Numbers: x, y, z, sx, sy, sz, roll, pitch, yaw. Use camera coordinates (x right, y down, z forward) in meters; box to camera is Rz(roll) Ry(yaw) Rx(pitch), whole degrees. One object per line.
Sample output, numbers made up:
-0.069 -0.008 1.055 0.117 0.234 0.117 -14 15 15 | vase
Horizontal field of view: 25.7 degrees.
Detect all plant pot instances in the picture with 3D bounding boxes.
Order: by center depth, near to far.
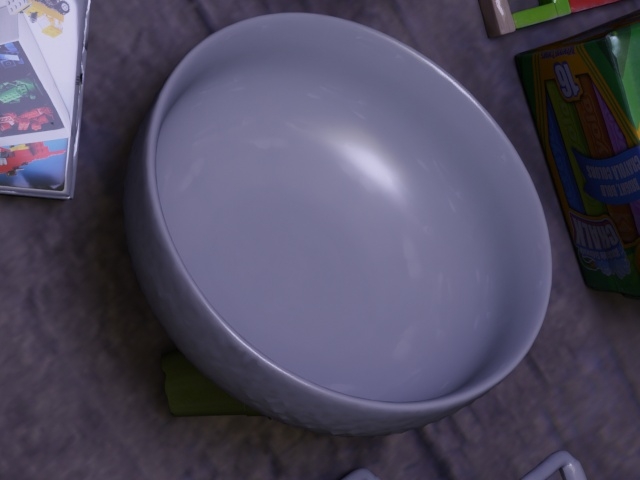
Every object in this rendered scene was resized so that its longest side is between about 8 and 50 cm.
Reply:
-0.085 0.108 1.119 0.079 0.083 0.083 -9 94 -4 | plant pot

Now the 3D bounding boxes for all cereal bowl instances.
0.000 0.000 1.070 0.339 0.141 0.339 16 55 -24 | cereal bowl

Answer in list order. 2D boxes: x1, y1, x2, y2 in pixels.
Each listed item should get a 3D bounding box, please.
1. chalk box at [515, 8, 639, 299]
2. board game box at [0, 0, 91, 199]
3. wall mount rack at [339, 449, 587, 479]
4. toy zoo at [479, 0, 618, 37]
0.315 -0.054 1.174 0.180 0.179 0.289 -22 98 -14 | chalk box
-0.331 -0.138 1.045 0.305 0.053 0.193 5 89 -17 | board game box
0.134 0.325 1.103 0.130 0.350 0.304 -23 97 -50 | wall mount rack
0.257 -0.307 1.226 0.293 0.030 0.192 -17 96 -15 | toy zoo
